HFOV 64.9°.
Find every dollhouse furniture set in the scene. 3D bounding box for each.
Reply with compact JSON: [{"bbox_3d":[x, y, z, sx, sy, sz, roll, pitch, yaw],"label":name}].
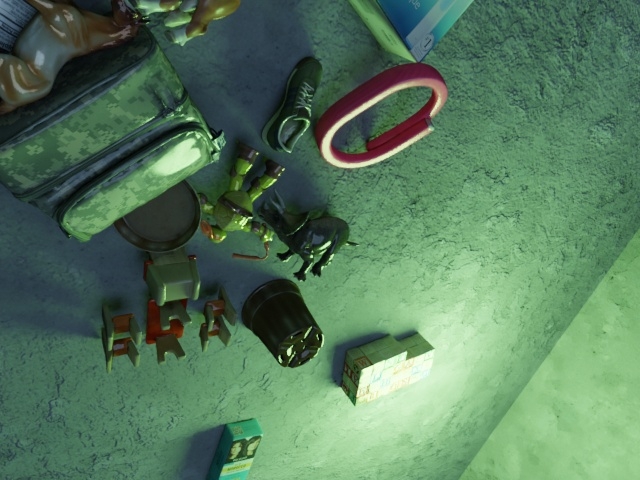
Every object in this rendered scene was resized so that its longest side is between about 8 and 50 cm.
[{"bbox_3d":[-0.321,0.133,1.059,0.262,0.135,0.259,-7,135,-30],"label":"dollhouse furniture set"}]

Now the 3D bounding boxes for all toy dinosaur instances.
[{"bbox_3d":[0.000,0.000,1.162,0.314,0.121,0.160,8,122,-34],"label":"toy dinosaur"}]

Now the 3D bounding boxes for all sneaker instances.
[{"bbox_3d":[-0.039,-0.255,0.976,0.064,0.086,0.192,20,108,-41],"label":"sneaker"}]

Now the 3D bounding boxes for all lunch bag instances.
[{"bbox_3d":[-0.326,-0.160,0.774,0.305,0.212,0.256,-36,144,-10],"label":"lunch bag"}]

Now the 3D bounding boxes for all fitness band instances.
[{"bbox_3d":[0.127,-0.250,1.046,0.291,0.054,0.209,-29,153,23],"label":"fitness band"}]

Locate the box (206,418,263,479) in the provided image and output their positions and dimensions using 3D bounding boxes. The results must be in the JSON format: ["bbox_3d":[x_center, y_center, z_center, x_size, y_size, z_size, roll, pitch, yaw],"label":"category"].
[{"bbox_3d":[-0.254,0.641,1.483,0.101,0.060,0.244,3,119,-36],"label":"box"}]

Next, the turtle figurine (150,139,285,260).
[{"bbox_3d":[-0.179,-0.082,0.992,0.270,0.087,0.217,29,93,-23],"label":"turtle figurine"}]

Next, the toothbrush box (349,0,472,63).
[{"bbox_3d":[0.196,-0.520,0.922,0.295,0.126,0.216,-49,135,3],"label":"toothbrush box"}]

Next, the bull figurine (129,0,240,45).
[{"bbox_3d":[-0.211,-0.440,0.701,0.188,0.101,0.310,-47,140,-19],"label":"bull figurine"}]

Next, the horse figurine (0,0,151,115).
[{"bbox_3d":[-0.353,-0.237,0.593,0.263,0.066,0.174,-54,140,-9],"label":"horse figurine"}]

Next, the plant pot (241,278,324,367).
[{"bbox_3d":[-0.084,0.209,1.220,0.167,0.165,0.167,-18,130,-23],"label":"plant pot"}]

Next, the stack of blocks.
[{"bbox_3d":[0.221,0.397,1.613,0.297,0.087,0.171,-13,127,-26],"label":"stack of blocks"}]

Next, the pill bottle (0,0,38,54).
[{"bbox_3d":[-0.417,-0.305,0.632,0.130,0.130,0.245,29,94,-43],"label":"pill bottle"}]

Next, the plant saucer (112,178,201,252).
[{"bbox_3d":[-0.304,-0.060,0.934,0.169,0.029,0.168,-1,110,-3],"label":"plant saucer"}]
